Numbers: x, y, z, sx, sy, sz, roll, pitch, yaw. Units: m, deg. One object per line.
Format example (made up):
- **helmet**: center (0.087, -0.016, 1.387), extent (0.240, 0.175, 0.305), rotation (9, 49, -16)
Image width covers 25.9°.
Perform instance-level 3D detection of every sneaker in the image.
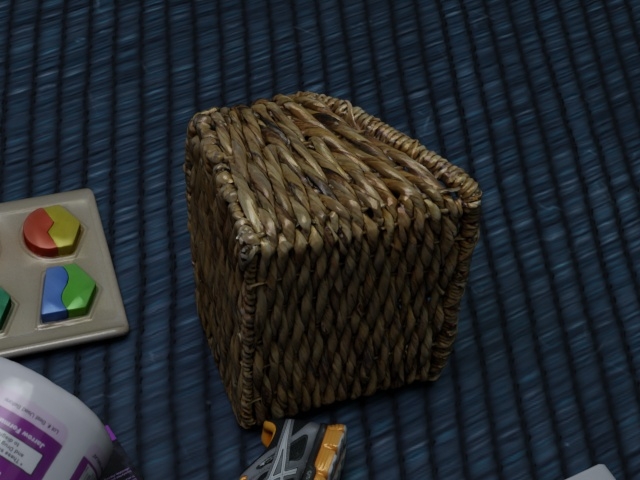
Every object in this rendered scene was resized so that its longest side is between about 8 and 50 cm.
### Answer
- **sneaker**: center (-0.043, 0.245, 1.253), extent (0.083, 0.084, 0.215), rotation (16, 41, 11)

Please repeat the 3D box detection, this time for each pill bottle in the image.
- **pill bottle**: center (-0.311, 0.254, 1.140), extent (0.169, 0.169, 0.301), rotation (23, 63, 13)

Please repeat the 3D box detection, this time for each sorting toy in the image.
- **sorting toy**: center (-0.310, 0.031, 1.425), extent (0.193, 0.038, 0.208), rotation (-11, 52, -15)

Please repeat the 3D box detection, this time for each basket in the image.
- **basket**: center (0.000, 0.000, 1.315), extent (0.223, 0.299, 0.213), rotation (-13, 51, -14)

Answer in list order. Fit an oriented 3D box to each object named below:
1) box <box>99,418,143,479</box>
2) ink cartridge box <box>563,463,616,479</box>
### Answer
- **box**: center (-0.208, 0.250, 1.259), extent (0.116, 0.029, 0.162), rotation (-26, 58, -24)
- **ink cartridge box**: center (0.221, 0.353, 1.160), extent (0.201, 0.117, 0.278), rotation (-19, 54, -21)
